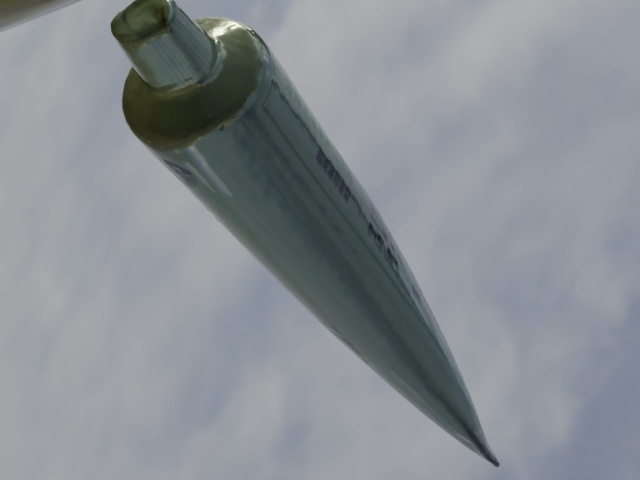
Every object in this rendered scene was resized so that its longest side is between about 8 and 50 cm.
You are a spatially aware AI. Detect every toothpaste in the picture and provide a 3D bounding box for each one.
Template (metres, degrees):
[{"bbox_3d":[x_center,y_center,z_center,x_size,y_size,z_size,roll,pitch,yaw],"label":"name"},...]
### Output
[{"bbox_3d":[0.000,0.000,0.555,0.041,0.218,0.064,-37,-130,1],"label":"toothpaste"}]

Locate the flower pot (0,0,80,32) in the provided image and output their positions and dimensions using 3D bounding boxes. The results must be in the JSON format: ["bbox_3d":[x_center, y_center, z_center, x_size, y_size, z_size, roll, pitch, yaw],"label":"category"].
[{"bbox_3d":[-0.099,-0.117,0.385,0.195,0.179,0.195,-7,90,-76],"label":"flower pot"}]
